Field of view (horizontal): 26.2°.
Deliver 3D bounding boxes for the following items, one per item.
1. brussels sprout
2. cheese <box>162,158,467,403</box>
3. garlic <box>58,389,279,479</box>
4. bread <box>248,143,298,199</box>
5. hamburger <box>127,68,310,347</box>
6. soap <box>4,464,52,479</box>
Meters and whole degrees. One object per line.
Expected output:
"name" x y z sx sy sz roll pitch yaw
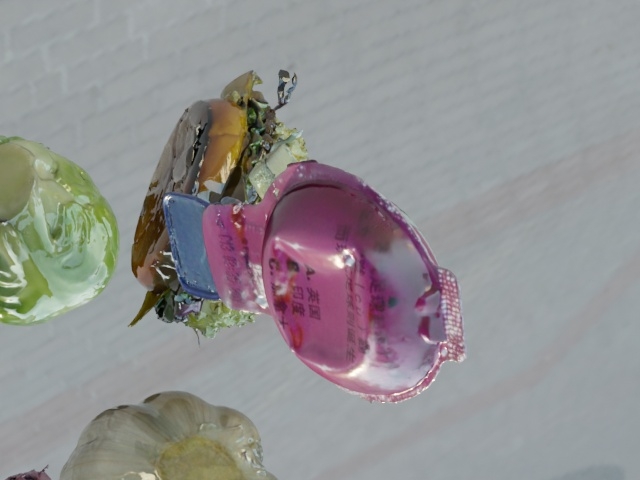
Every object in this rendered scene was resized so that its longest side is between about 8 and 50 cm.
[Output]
"brussels sprout" -0.356 -0.011 1.654 0.244 0.244 0.244 -31 158 -14
"cheese" -0.008 0.020 0.823 0.062 0.244 0.155 -28 118 -39
"garlic" -0.147 0.253 1.309 0.228 0.228 0.152 -18 154 -39
"bread" 0.000 0.000 1.013 0.028 0.154 0.068 -31 -170 19
"hamburger" -0.087 -0.030 1.306 0.138 0.243 0.262 21 133 -18
"soap" -0.312 0.343 1.539 0.099 0.250 0.162 -46 115 0
